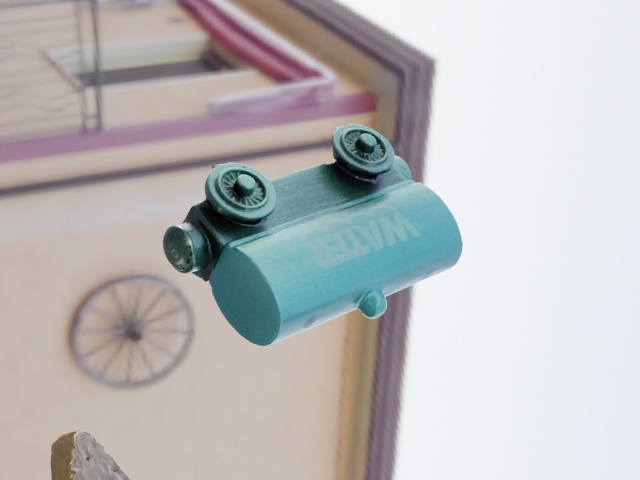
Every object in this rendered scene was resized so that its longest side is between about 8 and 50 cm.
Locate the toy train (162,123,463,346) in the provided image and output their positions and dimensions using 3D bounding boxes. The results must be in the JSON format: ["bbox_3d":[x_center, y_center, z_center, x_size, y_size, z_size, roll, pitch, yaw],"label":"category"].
[{"bbox_3d":[0.000,0.000,1.024,0.159,0.248,0.101,50,-43,23],"label":"toy train"}]

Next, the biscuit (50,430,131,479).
[{"bbox_3d":[-0.077,0.210,0.636,0.162,0.035,0.250,-27,94,-79],"label":"biscuit"}]
